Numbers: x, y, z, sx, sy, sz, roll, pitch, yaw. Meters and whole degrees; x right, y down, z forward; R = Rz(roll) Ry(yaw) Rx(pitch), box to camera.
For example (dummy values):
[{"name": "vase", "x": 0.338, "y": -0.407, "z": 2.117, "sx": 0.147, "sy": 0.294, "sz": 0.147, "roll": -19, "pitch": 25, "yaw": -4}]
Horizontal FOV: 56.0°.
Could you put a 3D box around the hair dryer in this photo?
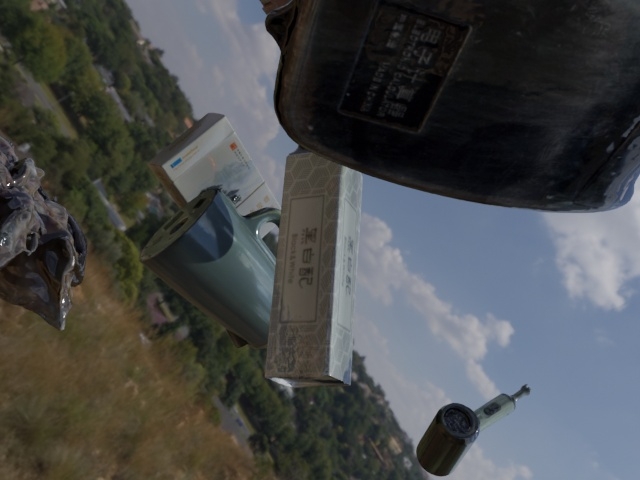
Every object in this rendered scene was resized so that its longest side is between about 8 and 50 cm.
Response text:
[{"name": "hair dryer", "x": 0.217, "y": 0.231, "z": 0.798, "sx": 0.057, "sy": 0.198, "sz": 0.100, "roll": 49, "pitch": -37, "yaw": 30}]

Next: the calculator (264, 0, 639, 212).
[{"name": "calculator", "x": 0.100, "y": -0.090, "z": 0.343, "sx": 0.177, "sy": 0.268, "sz": 0.040, "roll": 111, "pitch": -12, "yaw": -47}]

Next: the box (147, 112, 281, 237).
[{"name": "box", "x": -0.179, "y": -0.089, "z": 1.072, "sx": 0.067, "sy": 0.149, "sz": 0.233, "roll": 15, "pitch": -37, "yaw": 48}]

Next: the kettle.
[{"name": "kettle", "x": -0.128, "y": 0.037, "z": 0.973, "sx": 0.243, "sy": 0.210, "sz": 0.160, "roll": 47, "pitch": -12, "yaw": -22}]

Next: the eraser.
[{"name": "eraser", "x": 0.000, "y": 0.000, "z": 0.857, "sx": 0.098, "sy": 0.096, "sz": 0.403, "roll": 44, "pitch": 47, "yaw": -60}]

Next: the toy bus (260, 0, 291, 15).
[{"name": "toy bus", "x": -0.062, "y": -0.617, "z": 1.427, "sx": 0.232, "sy": 0.197, "sz": 0.294, "roll": 4, "pitch": -38, "yaw": 53}]

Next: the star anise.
[{"name": "star anise", "x": -0.365, "y": -0.048, "z": 0.657, "sx": 0.331, "sy": 0.118, "sz": 0.331, "roll": 48, "pitch": -10, "yaw": 11}]
